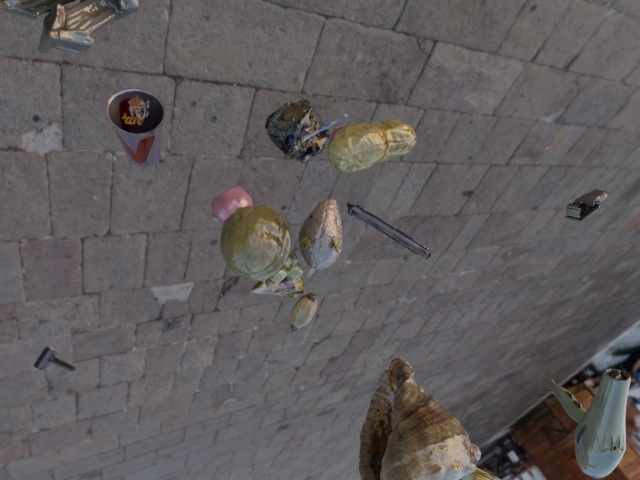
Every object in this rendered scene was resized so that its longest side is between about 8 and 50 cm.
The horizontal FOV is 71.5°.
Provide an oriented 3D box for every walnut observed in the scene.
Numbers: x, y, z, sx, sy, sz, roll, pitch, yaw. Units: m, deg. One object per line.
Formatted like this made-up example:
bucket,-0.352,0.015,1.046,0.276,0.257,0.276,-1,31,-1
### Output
walnut,-0.247,0.010,1.695,0.253,0.276,0.282,13,163,-20

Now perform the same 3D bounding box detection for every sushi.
sushi,-0.087,-0.435,1.817,0.238,0.225,0.219,-50,131,2

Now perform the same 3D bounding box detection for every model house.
model house,-0.432,-0.407,0.695,0.188,0.229,0.122,-49,-165,-23

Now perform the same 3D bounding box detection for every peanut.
peanut,0.153,-0.280,1.298,0.306,0.147,0.147,-20,145,-38

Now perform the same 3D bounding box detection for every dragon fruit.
dragon fruit,0.103,-0.399,1.722,0.147,0.096,0.102,-1,134,14

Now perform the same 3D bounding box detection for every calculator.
calculator,0.195,-0.025,1.281,0.028,0.274,0.166,-57,171,-2

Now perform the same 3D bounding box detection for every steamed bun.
steamed bun,-0.157,0.142,1.951,0.178,0.106,0.192,-28,163,-34

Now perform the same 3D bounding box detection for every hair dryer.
hair dryer,-0.553,0.259,0.935,0.026,0.083,0.047,101,12,-68
hair dryer,0.721,0.426,1.187,0.119,0.298,0.295,1,128,-4

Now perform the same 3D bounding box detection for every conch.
conch,0.214,0.460,1.010,0.210,0.352,0.297,33,127,-11

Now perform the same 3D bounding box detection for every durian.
durian,-0.228,0.178,2.381,0.305,0.195,0.185,-6,136,26

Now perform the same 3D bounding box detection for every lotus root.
lotus root,-0.052,0.214,1.329,0.073,0.062,0.150,-20,142,-59

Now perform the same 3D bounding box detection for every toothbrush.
toothbrush,0.010,-0.331,1.306,0.162,0.014,0.017,-22,177,32

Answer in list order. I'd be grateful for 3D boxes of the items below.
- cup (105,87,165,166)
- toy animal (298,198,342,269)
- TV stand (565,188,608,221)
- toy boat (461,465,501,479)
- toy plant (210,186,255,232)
cup,-0.686,-0.406,1.688,0.203,0.202,0.288,-15,165,-20
toy animal,0.000,0.005,1.892,0.189,0.226,0.358,5,133,3
TV stand,0.718,-0.100,1.194,0.249,0.036,0.042,-21,120,-41
toy boat,0.432,0.644,1.205,0.172,0.066,0.065,28,111,-5
toy plant,-0.362,-0.063,2.118,0.211,0.356,0.317,-37,176,-17
